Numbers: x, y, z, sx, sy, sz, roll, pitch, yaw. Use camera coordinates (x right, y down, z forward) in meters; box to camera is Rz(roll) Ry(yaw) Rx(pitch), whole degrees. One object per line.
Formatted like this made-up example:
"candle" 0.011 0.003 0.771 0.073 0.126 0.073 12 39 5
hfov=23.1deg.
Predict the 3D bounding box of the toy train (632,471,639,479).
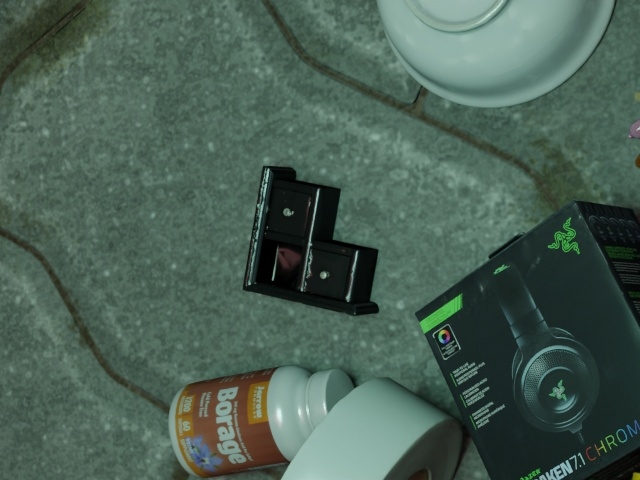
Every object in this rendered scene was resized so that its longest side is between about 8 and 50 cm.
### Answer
"toy train" 0.336 0.322 1.682 0.166 0.046 0.125 -44 54 32

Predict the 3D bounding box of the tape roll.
"tape roll" 0.044 0.301 1.777 0.100 0.286 0.286 29 103 22

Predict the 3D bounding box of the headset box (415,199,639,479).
"headset box" 0.271 0.123 1.707 0.246 0.131 0.283 -37 65 32

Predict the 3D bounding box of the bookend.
"bookend" 0.000 0.000 1.909 0.157 0.072 0.156 13 96 25

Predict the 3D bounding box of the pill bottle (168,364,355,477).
"pill bottle" -0.068 0.218 1.919 0.216 0.121 0.121 -13 85 26

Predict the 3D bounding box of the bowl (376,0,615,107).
"bowl" 0.178 -0.301 1.784 0.298 0.134 0.298 1 92 26

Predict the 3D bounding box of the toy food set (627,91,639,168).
"toy food set" 0.382 -0.106 1.751 0.078 0.019 0.122 1 99 26

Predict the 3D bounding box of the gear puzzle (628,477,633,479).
"gear puzzle" 0.370 0.300 1.708 0.175 0.044 0.339 35 108 51
